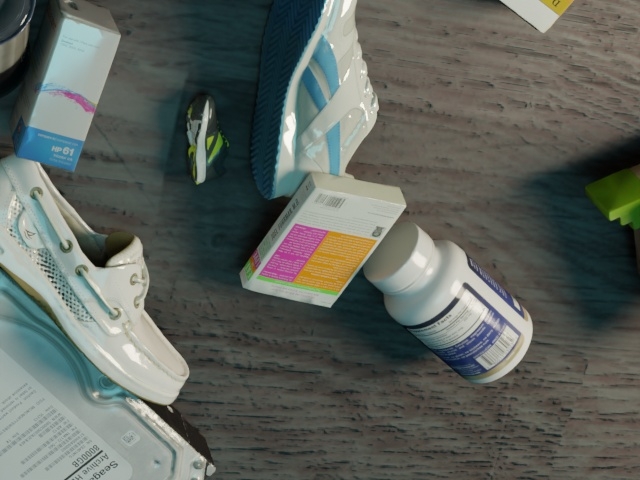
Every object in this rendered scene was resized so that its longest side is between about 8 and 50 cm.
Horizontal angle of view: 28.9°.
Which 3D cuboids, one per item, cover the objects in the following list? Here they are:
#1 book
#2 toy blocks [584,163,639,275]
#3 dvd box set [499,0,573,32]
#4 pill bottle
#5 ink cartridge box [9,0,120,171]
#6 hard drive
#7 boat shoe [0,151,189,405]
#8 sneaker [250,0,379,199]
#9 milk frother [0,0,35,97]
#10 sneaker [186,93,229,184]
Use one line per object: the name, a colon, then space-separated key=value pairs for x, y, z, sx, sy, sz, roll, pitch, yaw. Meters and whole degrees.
book: x=0.000 y=0.000 z=1.129 sx=0.096 sy=0.035 sz=0.144 roll=10 pitch=136 yaw=-31
toy blocks: x=0.470 y=-0.002 z=1.257 sx=0.381 sy=0.191 sz=0.261 roll=-22 pitch=131 yaw=-7
dvd box set: x=0.204 y=-0.411 z=0.981 sx=0.307 sy=0.062 sz=0.420 roll=31 pitch=112 yaw=-26
pill bottle: x=0.121 y=0.057 z=1.202 sx=0.094 sy=0.094 sz=0.169 roll=-45 pitch=119 yaw=7
ink cartridge box: x=-0.208 y=-0.131 z=1.008 sx=0.052 sy=0.088 sz=0.122 roll=14 pitch=110 yaw=-23
hard drive: x=-0.289 y=0.175 z=1.146 sx=0.237 sy=0.064 sz=0.339 roll=-38 pitch=121 yaw=3
boat shoe: x=-0.193 y=0.034 z=1.088 sx=0.096 sy=0.098 sz=0.277 roll=-38 pitch=119 yaw=4
sneaker: x=0.003 y=-0.144 z=1.079 sx=0.092 sy=0.087 sz=0.229 roll=-2 pitch=123 yaw=-24
milk frother: x=-0.293 y=-0.177 z=0.931 sx=0.143 sy=0.135 sz=0.129 roll=-13 pitch=82 yaw=-17
sneaker: x=-0.098 y=-0.091 z=1.101 sx=0.035 sy=0.031 sz=0.083 roll=-9 pitch=122 yaw=-29
